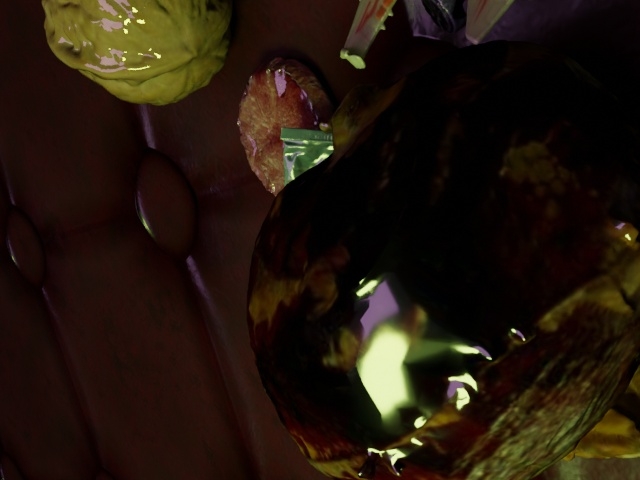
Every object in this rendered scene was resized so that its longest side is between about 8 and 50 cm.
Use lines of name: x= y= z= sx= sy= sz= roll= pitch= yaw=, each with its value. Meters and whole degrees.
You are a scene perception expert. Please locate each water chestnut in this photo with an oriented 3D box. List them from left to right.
water chestnut: x=0.123 y=0.048 z=0.648 sx=0.347 sy=0.335 sz=0.335 roll=35 pitch=142 yaw=-15

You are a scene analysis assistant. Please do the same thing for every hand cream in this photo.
hand cream: x=0.001 y=0.000 z=0.920 sx=0.052 sy=0.075 sz=0.248 roll=-119 pitch=24 yaw=-50

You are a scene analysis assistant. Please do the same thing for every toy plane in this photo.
toy plane: x=0.095 y=-0.225 z=0.659 sx=0.104 sy=0.242 sz=0.256 roll=48 pitch=-176 yaw=-31

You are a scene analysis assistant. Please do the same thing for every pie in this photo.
pie: x=-0.033 y=-0.114 z=0.940 sx=0.154 sy=0.036 sz=0.155 roll=23 pitch=123 yaw=41

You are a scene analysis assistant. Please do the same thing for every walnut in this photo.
walnut: x=-0.191 y=-0.242 z=0.948 sx=0.213 sy=0.213 sz=0.213 roll=23 pitch=123 yaw=41
